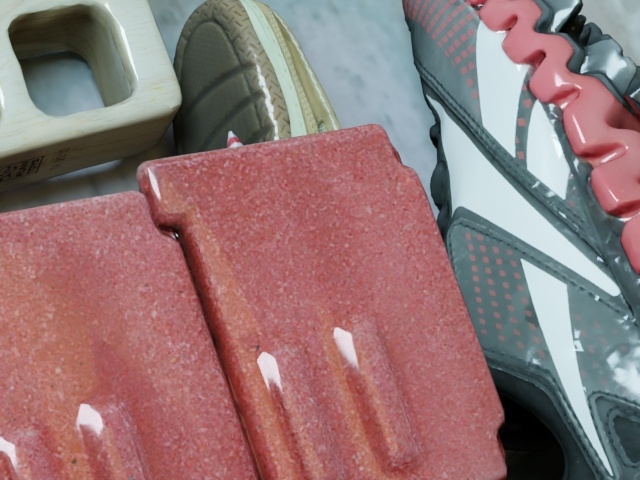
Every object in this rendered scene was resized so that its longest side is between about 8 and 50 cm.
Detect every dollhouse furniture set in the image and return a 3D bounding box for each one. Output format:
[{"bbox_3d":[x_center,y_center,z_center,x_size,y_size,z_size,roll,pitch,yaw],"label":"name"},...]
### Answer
[{"bbox_3d":[-0.102,-0.058,0.584,0.152,0.201,0.374,-15,79,-24],"label":"dollhouse furniture set"}]

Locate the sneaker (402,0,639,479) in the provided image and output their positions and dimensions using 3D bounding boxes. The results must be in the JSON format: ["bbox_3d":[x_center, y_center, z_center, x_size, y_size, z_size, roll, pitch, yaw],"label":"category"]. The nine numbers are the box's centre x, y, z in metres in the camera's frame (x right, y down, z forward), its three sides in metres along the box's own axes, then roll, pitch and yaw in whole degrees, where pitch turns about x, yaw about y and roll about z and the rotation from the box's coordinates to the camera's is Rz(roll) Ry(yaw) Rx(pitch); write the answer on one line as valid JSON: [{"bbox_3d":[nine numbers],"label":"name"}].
[{"bbox_3d":[0.081,-0.001,0.675,0.097,0.135,0.276,31,24,-51],"label":"sneaker"}]

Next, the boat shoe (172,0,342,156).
[{"bbox_3d":[0.000,0.000,0.686,0.072,0.068,0.190,-12,87,-36],"label":"boat shoe"}]
